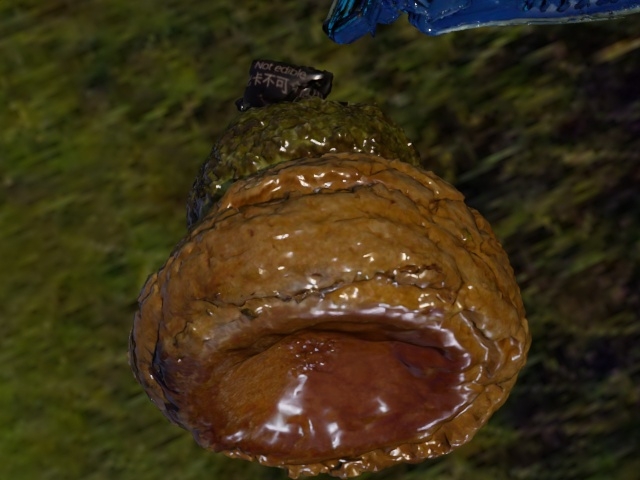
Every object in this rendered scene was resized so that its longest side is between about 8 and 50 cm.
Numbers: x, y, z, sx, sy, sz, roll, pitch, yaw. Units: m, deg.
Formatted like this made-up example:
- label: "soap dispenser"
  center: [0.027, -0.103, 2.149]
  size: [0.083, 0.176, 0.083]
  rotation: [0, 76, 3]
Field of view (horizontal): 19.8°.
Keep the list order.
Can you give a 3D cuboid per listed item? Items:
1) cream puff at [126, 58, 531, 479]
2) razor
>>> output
- label: "cream puff"
  center: [0.000, 0.000, 0.859]
  size: [0.183, 0.183, 0.169]
  rotation: [89, 176, -53]
- label: "razor"
  center: [0.163, -0.136, 0.899]
  size: [0.324, 0.093, 0.056]
  rotation: [-2, 140, 27]
